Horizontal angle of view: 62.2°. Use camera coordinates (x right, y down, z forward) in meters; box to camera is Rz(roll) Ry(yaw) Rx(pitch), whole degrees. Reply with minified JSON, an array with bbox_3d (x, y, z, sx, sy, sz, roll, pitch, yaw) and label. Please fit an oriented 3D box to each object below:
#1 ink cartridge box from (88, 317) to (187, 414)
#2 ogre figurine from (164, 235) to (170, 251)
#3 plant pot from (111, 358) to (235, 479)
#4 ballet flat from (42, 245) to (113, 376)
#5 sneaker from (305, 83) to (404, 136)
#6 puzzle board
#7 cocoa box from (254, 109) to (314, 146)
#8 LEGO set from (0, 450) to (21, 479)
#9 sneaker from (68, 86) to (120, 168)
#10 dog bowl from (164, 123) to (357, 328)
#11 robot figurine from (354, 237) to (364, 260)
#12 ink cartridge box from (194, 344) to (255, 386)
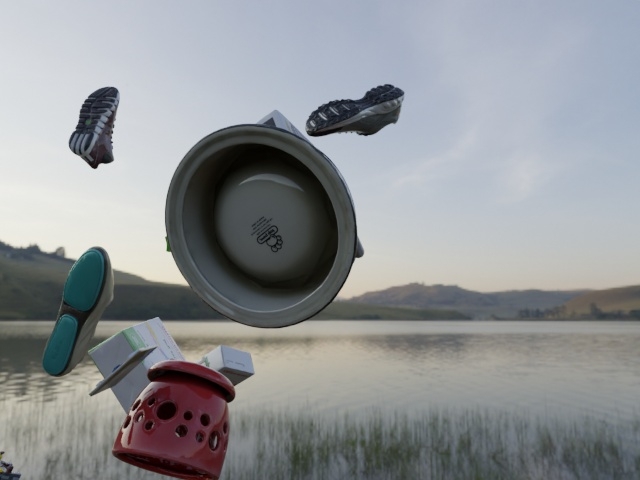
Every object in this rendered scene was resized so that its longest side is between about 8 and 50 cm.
[{"bbox_3d":[-0.507,0.351,1.569,0.119,0.207,0.353,-33,-2,1],"label":"ink cartridge box"},{"bbox_3d":[-0.389,-0.022,1.506,0.096,0.118,0.197,6,-1,-21],"label":"ogre figurine"},{"bbox_3d":[-0.250,0.323,0.957,0.191,0.174,0.191,9,-36,7],"label":"plant pot"},{"bbox_3d":[-0.422,0.124,0.951,0.086,0.249,0.086,26,5,-2],"label":"ballet flat"},{"bbox_3d":[0.091,-0.299,1.321,0.271,0.100,0.108,-20,-46,-17],"label":"sneaker"},{"bbox_3d":[-0.316,0.206,0.860,0.096,0.011,0.128,-43,-2,-9],"label":"puzzle board"},{"bbox_3d":[-0.106,-0.136,1.500,0.231,0.347,0.228,-30,-29,17],"label":"cocoa box"},{"bbox_3d":[-1.007,0.670,1.498,0.254,0.192,0.331,31,-19,-33],"label":"LEGO set"},{"bbox_3d":[-0.716,-0.357,1.739,0.106,0.282,0.163,9,-28,12],"label":"sneaker"},{"bbox_3d":[-0.107,-0.036,1.097,0.407,0.409,0.150,-3,12,18],"label":"dog bowl"},{"bbox_3d":[0.000,0.000,1.790,0.299,0.200,0.353,4,-26,25],"label":"robot figurine"},{"bbox_3d":[-0.371,0.478,1.919,0.219,0.093,0.160,-34,-38,20],"label":"ink cartridge box"}]
